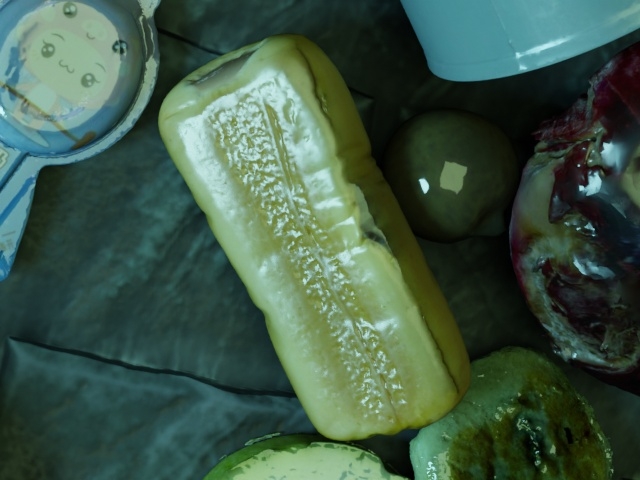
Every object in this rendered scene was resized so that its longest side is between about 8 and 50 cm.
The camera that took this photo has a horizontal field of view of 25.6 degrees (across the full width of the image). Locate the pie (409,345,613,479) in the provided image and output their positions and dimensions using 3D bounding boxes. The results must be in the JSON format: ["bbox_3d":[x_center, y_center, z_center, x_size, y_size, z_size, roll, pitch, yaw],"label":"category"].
[{"bbox_3d":[0.151,0.175,1.085,0.187,0.041,0.187,4,82,-28],"label":"pie"}]

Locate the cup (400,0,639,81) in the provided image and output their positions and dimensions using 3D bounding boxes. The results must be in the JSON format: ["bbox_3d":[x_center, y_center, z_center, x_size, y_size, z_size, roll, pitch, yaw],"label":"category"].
[{"bbox_3d":[0.153,-0.325,0.956,0.331,0.257,0.311,-35,111,-16],"label":"cup"}]

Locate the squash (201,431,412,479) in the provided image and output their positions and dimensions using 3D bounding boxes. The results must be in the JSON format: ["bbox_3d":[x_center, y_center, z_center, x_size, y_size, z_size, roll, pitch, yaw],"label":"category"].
[{"bbox_3d":[-0.012,0.256,1.076,0.219,0.041,0.219,0,93,-10],"label":"squash"}]

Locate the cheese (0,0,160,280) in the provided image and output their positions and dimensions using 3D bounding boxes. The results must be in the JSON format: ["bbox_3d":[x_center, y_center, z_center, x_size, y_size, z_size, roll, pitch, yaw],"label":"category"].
[{"bbox_3d":[-0.206,-0.098,1.007,0.135,0.052,0.245,37,85,-12],"label":"cheese"}]

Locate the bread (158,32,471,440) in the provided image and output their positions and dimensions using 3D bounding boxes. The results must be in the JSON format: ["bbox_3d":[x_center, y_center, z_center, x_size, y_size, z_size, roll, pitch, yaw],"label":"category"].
[{"bbox_3d":[0.000,0.000,1.034,0.142,0.091,0.305,-22,99,25],"label":"bread"}]

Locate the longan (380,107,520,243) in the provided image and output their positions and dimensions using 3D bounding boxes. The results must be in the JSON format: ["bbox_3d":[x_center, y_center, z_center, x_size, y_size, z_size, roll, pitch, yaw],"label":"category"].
[{"bbox_3d":[0.100,-0.047,1.062,0.113,0.092,0.113,4,78,-19],"label":"longan"}]

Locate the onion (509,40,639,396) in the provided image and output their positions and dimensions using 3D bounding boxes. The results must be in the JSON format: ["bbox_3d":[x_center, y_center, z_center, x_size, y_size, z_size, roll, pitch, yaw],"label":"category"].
[{"bbox_3d":[0.288,-0.021,1.053,0.314,0.232,0.314,-4,116,-7],"label":"onion"}]
